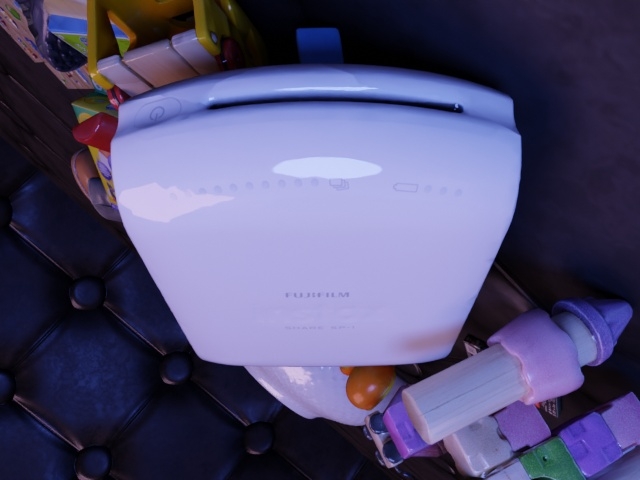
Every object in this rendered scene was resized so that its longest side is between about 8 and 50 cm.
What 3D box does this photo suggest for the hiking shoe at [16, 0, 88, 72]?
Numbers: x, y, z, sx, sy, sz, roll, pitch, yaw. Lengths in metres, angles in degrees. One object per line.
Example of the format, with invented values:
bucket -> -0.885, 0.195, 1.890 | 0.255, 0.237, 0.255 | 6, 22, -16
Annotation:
hiking shoe -> -0.304, -0.285, 0.646 | 0.114, 0.086, 0.227 | 51, 158, 11

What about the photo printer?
photo printer -> 0.000, 0.000, 0.443 | 0.256, 0.107, 0.307 | 0, 149, 0

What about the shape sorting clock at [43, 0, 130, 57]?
shape sorting clock -> -0.175, -0.187, 0.597 | 0.206, 0.040, 0.206 | 20, 173, 3

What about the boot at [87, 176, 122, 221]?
boot -> -0.342, -0.091, 1.073 | 0.208, 0.076, 0.190 | 22, 137, 30

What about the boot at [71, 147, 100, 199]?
boot -> -0.380, -0.088, 1.206 | 0.220, 0.109, 0.283 | -7, 120, 56

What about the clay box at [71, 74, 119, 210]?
clay box -> -0.290, -0.132, 0.885 | 0.127, 0.053, 0.222 | 19, 137, 28

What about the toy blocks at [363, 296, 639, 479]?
toy blocks -> 0.223, 0.209, 0.514 | 0.288, 0.260, 0.309 | 62, 167, 20

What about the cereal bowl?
cereal bowl -> -0.028, 0.169, 0.918 | 0.339, 0.141, 0.339 | 41, 177, 3

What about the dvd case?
dvd case -> 0.233, 0.164, 0.713 | 0.119, 0.013, 0.087 | 25, 156, 37

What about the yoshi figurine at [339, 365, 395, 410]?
yoshi figurine -> -0.031, 0.024, 0.654 | 0.362, 0.203, 0.203 | 43, 148, 0

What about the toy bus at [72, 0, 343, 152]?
toy bus -> -0.088, -0.138, 0.467 | 0.191, 0.104, 0.202 | 1, 162, -28

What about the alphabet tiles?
alphabet tiles -> -0.444, -0.343, 0.873 | 0.342, 0.011, 0.285 | 18, 151, 50
